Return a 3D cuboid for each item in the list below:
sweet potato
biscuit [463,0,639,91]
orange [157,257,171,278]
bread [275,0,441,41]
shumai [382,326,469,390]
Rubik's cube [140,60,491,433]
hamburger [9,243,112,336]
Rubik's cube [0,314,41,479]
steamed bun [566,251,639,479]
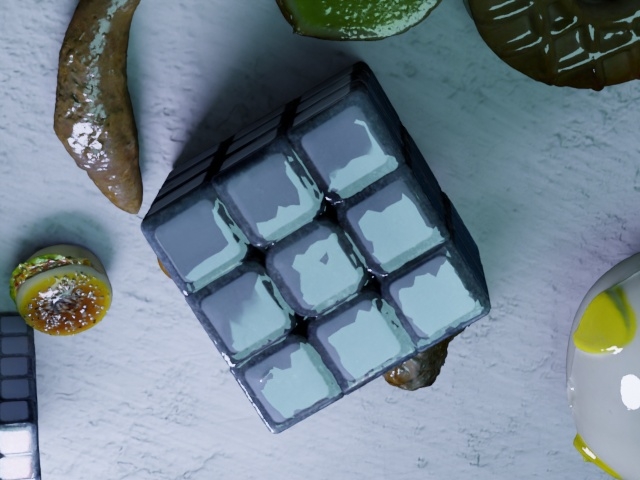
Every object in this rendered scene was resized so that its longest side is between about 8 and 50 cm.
[{"bbox_3d":[-0.264,-0.158,2.002,0.114,0.092,0.341,-16,131,-24],"label":"sweet potato"},{"bbox_3d":[0.329,-0.313,2.027,0.366,0.115,0.268,9,123,-19],"label":"biscuit"},{"bbox_3d":[-0.172,0.015,2.167,0.085,0.085,0.085,-7,127,-9],"label":"orange"},{"bbox_3d":[0.046,-0.332,1.967,0.236,0.070,0.236,-8,128,-10],"label":"bread"},{"bbox_3d":[0.088,0.097,2.270,0.185,0.218,0.184,21,134,17],"label":"shumai"},{"bbox_3d":[0.000,0.000,1.997,0.303,0.301,0.305,-32,101,8],"label":"Rubik's cube"},{"bbox_3d":[-0.332,0.064,2.156,0.126,0.081,0.141,-16,129,-2],"label":"hamburger"},{"bbox_3d":[-0.479,0.253,2.164,0.238,0.237,0.237,-2,125,-12],"label":"Rubik's cube"},{"bbox_3d":[0.501,0.180,2.316,0.334,0.334,0.374,-12,124,-6],"label":"steamed bun"}]
